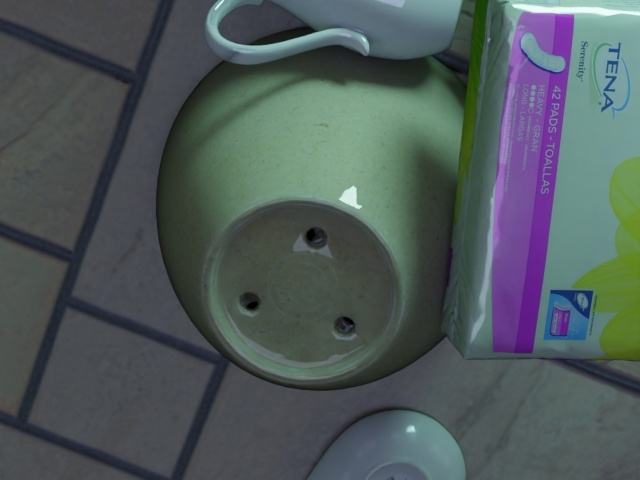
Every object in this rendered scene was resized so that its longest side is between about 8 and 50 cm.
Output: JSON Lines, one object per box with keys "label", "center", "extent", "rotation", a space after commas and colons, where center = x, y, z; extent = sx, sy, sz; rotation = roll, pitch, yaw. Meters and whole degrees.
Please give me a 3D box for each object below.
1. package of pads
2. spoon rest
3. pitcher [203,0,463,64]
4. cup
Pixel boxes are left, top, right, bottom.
{"label": "package of pads", "center": [0.229, -0.050, 1.252], "extent": [0.229, 0.101, 0.296], "rotation": [2, 106, -11]}
{"label": "spoon rest", "center": [0.017, 0.271, 1.562], "extent": [0.276, 0.084, 0.137], "rotation": [-34, 105, 3]}
{"label": "pitcher", "center": [0.015, -0.205, 1.325], "extent": [0.207, 0.178, 0.125], "rotation": [14, 152, 3]}
{"label": "cup", "center": [0.000, 0.000, 1.367], "extent": [0.331, 0.237, 0.331], "rotation": [2, 111, 5]}
